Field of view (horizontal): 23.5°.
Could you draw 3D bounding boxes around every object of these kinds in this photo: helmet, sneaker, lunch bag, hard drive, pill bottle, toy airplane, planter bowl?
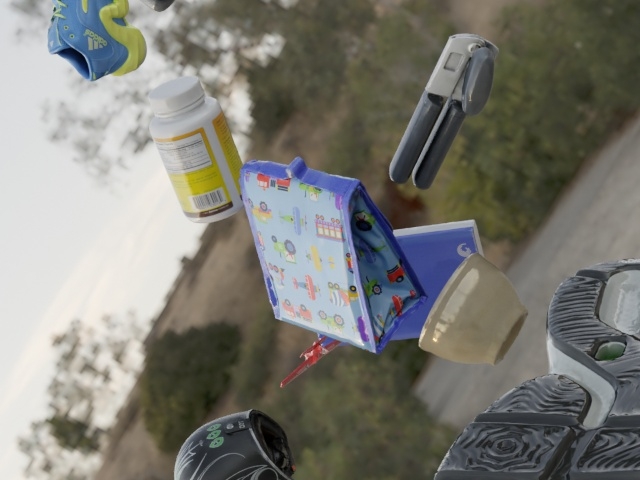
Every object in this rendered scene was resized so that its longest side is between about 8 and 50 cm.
[{"bbox_3d":[-0.119,0.324,2.095,0.161,0.169,0.169,-36,3,13],"label":"helmet"},{"bbox_3d":[-0.336,-0.329,2.130,0.126,0.240,0.091,-37,14,-36],"label":"sneaker"},{"bbox_3d":[0.000,0.000,2.294,0.138,0.221,0.293,-46,-49,-28],"label":"lunch bag"},{"bbox_3d":[0.131,0.079,2.668,0.040,0.318,0.210,-72,-30,-55],"label":"hard drive"},{"bbox_3d":[0.224,0.215,1.155,0.447,0.169,0.257,-47,-52,-54],"label":"sneaker"},{"bbox_3d":[-0.192,-0.143,2.398,0.117,0.117,0.215,-56,-47,-53],"label":"pill bottle"},{"bbox_3d":[-0.011,0.188,2.542,0.151,0.028,0.151,-37,-5,-4],"label":"toy airplane"},{"bbox_3d":[0.231,0.113,2.217,0.162,0.109,0.162,-52,-18,-25],"label":"planter bowl"}]

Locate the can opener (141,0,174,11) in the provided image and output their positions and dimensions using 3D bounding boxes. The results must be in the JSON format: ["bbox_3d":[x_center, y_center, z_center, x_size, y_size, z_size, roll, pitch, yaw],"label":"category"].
[{"bbox_3d":[-0.299,-0.369,1.882,0.093,0.280,0.074,-57,0,-18],"label":"can opener"}]

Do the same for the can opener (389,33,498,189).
[{"bbox_3d":[0.176,-0.173,2.214,0.095,0.076,0.283,-92,19,-48],"label":"can opener"}]
